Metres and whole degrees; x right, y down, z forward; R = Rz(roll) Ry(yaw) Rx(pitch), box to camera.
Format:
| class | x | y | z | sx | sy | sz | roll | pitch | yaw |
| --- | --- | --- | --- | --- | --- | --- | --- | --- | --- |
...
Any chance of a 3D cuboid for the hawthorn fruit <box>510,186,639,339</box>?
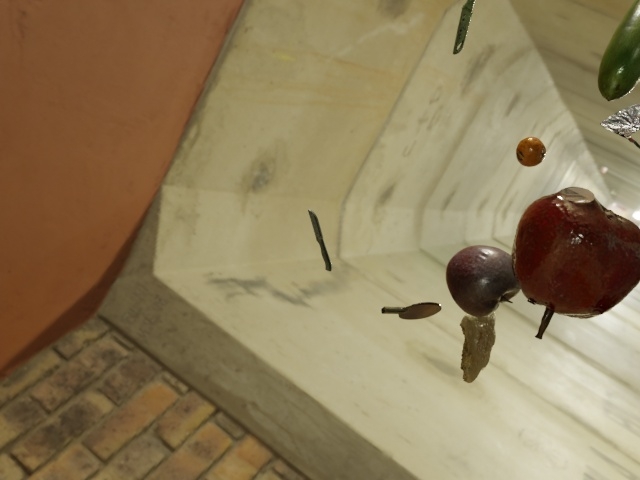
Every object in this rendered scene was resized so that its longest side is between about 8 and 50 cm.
| class | x | y | z | sx | sy | sz | roll | pitch | yaw |
| --- | --- | --- | --- | --- | --- | --- | --- | --- | --- |
| hawthorn fruit | 0.433 | 0.048 | 1.298 | 0.230 | 0.210 | 0.266 | 28 | -97 | -29 |

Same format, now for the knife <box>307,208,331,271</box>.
| class | x | y | z | sx | sy | sz | roll | pitch | yaw |
| --- | --- | --- | --- | --- | --- | --- | --- | --- | --- |
| knife | 0.000 | 0.000 | 2.344 | 0.015 | 0.028 | 0.210 | -28 | -73 | -39 |

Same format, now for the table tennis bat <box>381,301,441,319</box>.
| class | x | y | z | sx | sy | sz | roll | pitch | yaw |
| --- | --- | --- | --- | --- | --- | --- | --- | --- | --- |
| table tennis bat | 0.215 | 0.166 | 1.769 | 0.158 | 0.014 | 0.095 | 4 | -28 | -28 |

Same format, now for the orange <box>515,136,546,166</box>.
| class | x | y | z | sx | sy | sz | roll | pitch | yaw |
| --- | --- | --- | --- | --- | --- | --- | --- | --- | --- |
| orange | 0.567 | -0.239 | 2.014 | 0.083 | 0.083 | 0.083 | -45 | -25 | -28 |

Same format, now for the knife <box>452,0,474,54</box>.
| class | x | y | z | sx | sy | sz | roll | pitch | yaw |
| --- | --- | --- | --- | --- | --- | --- | --- | --- | --- |
| knife | 0.425 | -0.675 | 2.148 | 0.043 | 0.020 | 0.293 | -11 | -52 | -30 |

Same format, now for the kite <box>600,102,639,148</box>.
| class | x | y | z | sx | sy | sz | roll | pitch | yaw |
| --- | --- | --- | --- | --- | --- | --- | --- | --- | --- |
| kite | 1.015 | -0.347 | 2.373 | 0.152 | 0.285 | 0.015 | -27 | -56 | 9 |

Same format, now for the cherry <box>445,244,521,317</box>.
| class | x | y | z | sx | sy | sz | roll | pitch | yaw |
| --- | --- | --- | --- | --- | --- | --- | --- | --- | --- |
| cherry | 0.369 | 0.083 | 1.694 | 0.176 | 0.176 | 0.140 | -50 | -27 | -18 |

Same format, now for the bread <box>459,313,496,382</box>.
| class | x | y | z | sx | sy | sz | roll | pitch | yaw |
| --- | --- | --- | --- | --- | --- | --- | --- | --- | --- |
| bread | 0.463 | 0.287 | 2.177 | 0.182 | 0.039 | 0.251 | -35 | -51 | -38 |

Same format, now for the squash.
| class | x | y | z | sx | sy | sz | roll | pitch | yaw |
| --- | --- | --- | --- | --- | --- | --- | --- | --- | --- |
| squash | 0.734 | -0.475 | 1.713 | 0.395 | 0.107 | 0.107 | -54 | -22 | -22 |
